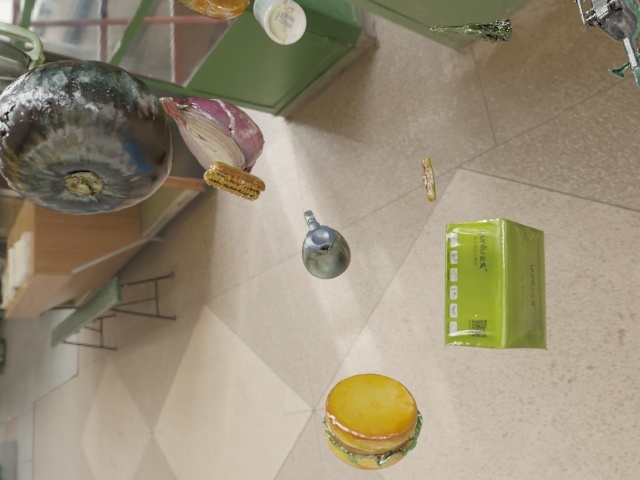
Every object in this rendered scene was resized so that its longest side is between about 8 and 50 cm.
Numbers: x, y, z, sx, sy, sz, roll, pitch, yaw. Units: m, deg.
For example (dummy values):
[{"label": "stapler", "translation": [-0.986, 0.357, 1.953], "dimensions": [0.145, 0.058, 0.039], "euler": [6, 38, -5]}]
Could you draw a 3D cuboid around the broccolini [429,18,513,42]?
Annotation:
[{"label": "broccolini", "translation": [0.373, -0.513, 1.364], "dimensions": [0.074, 0.202, 0.058], "euler": [-78, -17, -75]}]

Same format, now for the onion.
[{"label": "onion", "translation": [-0.320, -0.353, 1.685], "dimensions": [0.267, 0.348, 0.159], "euler": [-23, 24, 54]}]

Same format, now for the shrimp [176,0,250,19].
[{"label": "shrimp", "translation": [-0.275, -0.562, 1.203], "dimensions": [0.068, 0.249, 0.150], "euler": [118, 166, -54]}]

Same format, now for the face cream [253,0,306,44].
[{"label": "face cream", "translation": [-0.105, -0.525, 1.259], "dimensions": [0.311, 0.092, 0.092], "euler": [-113, 42, -56]}]

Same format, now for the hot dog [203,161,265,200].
[{"label": "hot dog", "translation": [-0.216, -0.149, 1.376], "dimensions": [0.071, 0.165, 0.045], "euler": [-40, 46, 34]}]

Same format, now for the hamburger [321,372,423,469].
[{"label": "hamburger", "translation": [0.124, 0.455, 1.340], "dimensions": [0.246, 0.246, 0.169], "euler": [41, 139, 48]}]

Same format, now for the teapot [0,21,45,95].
[{"label": "teapot", "translation": [-0.491, -0.282, 0.869], "dimensions": [0.092, 0.091, 0.124], "euler": [-145, 62, -67]}]

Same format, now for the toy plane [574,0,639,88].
[{"label": "toy plane", "translation": [0.717, -0.512, 1.293], "dimensions": [0.106, 0.155, 0.381], "euler": [-38, 52, 57]}]

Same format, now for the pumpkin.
[{"label": "pumpkin", "translation": [-0.317, -0.132, 0.744], "dimensions": [0.233, 0.233, 0.162], "euler": [-45, 50, 41]}]

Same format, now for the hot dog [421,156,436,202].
[{"label": "hot dog", "translation": [0.284, -0.157, 1.436], "dimensions": [0.044, 0.028, 0.136], "euler": [71, -167, -61]}]

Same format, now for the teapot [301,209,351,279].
[{"label": "teapot", "translation": [0.010, 0.002, 1.227], "dimensions": [0.111, 0.108, 0.149], "euler": [0, 58, 12]}]

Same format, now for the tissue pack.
[{"label": "tissue pack", "translation": [0.394, 0.103, 1.232], "dimensions": [0.167, 0.200, 0.274], "euler": [-5, 78, 46]}]
